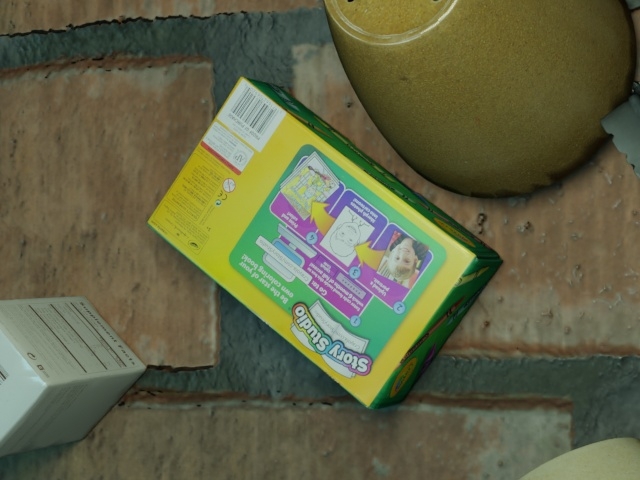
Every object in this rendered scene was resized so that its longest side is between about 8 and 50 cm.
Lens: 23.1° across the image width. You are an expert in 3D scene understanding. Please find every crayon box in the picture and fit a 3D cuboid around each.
[{"bbox_3d":[0.000,0.000,1.399,0.278,0.081,0.165,39,104,18],"label":"crayon box"}]

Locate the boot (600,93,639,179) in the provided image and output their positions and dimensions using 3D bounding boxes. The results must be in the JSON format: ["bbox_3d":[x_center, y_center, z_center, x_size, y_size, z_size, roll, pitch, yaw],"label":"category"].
[{"bbox_3d":[0.492,-0.078,1.174,0.445,0.146,0.367,-35,78,14],"label":"boot"}]

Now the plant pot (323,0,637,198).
[{"bbox_3d":[0.107,-0.176,1.245,0.237,0.254,0.237,-5,77,23],"label":"plant pot"}]

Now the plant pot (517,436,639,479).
[{"bbox_3d":[0.250,0.304,1.224,0.256,0.256,0.274,-32,62,19],"label":"plant pot"}]

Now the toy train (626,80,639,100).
[{"bbox_3d":[0.225,-0.107,1.337,0.158,0.027,0.036,-13,95,22],"label":"toy train"}]

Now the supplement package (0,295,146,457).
[{"bbox_3d":[-0.265,0.124,1.454,0.105,0.179,0.105,47,106,16],"label":"supplement package"}]
